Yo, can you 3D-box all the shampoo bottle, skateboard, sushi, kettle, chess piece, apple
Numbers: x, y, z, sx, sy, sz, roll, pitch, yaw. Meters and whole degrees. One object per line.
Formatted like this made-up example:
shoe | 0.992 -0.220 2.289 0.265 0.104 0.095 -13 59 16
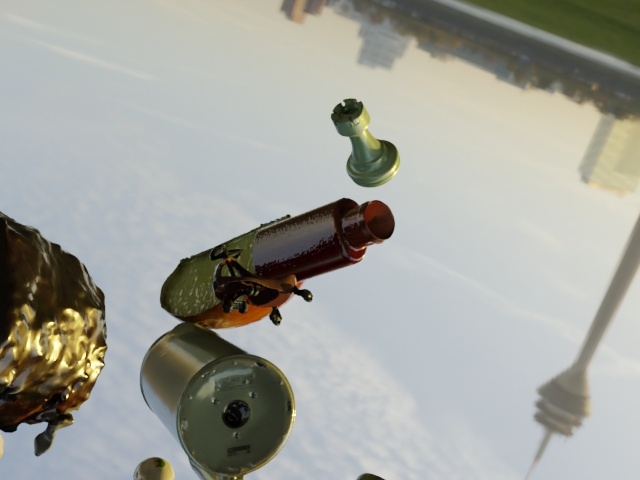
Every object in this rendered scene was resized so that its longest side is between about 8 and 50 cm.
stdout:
shampoo bottle | 0.000 0.000 1.473 0.064 0.102 0.260 7 162 -39
skateboard | -0.083 0.052 1.249 0.151 0.067 0.080 17 -138 -53
sushi | -0.454 0.103 1.301 0.300 0.281 0.294 10 162 23
kettle | -0.180 0.295 1.767 0.265 0.205 0.318 57 163 -18
chess piece | 0.048 -0.118 1.176 0.067 0.067 0.103 36 164 44
apple | -0.153 0.078 1.965 0.254 0.346 0.179 -32 -83 -58

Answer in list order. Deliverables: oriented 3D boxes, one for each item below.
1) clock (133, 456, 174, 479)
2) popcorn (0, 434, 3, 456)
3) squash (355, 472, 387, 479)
clock | -0.289 0.455 1.643 0.093 0.162 0.165 6 -131 -7
popcorn | -0.642 0.356 1.705 0.194 0.140 0.163 -1 -136 -1
squash | 0.024 0.456 1.314 0.137 0.137 0.287 27 -126 23
